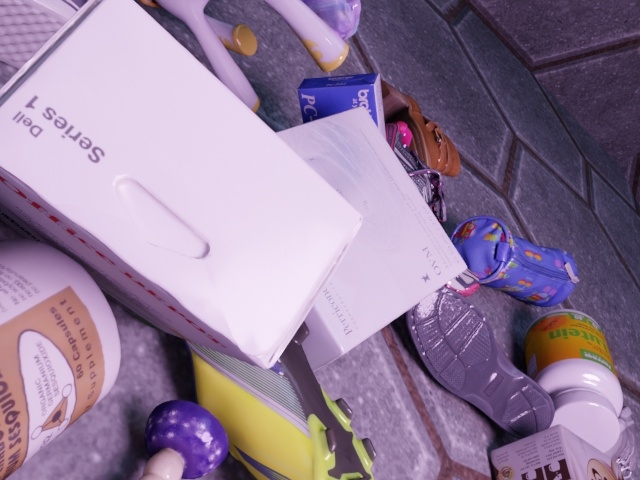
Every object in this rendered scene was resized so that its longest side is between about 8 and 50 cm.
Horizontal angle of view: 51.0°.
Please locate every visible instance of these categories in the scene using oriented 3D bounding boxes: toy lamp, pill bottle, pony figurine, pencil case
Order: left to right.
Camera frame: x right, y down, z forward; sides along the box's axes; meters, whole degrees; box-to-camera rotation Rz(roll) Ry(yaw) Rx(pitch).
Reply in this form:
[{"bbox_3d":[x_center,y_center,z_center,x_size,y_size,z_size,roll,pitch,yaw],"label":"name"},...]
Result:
[{"bbox_3d":[-0.231,0.095,0.370,0.131,0.131,0.229,53,31,-2],"label":"pill bottle"},{"bbox_3d":[-0.144,0.218,0.425,0.080,0.080,0.275,49,30,-8],"label":"toy lamp"},{"bbox_3d":[-0.129,-0.320,0.730,0.363,0.351,0.303,38,57,-27],"label":"pony figurine"},{"bbox_3d":[0.366,0.045,1.237,0.306,0.133,0.119,18,79,-44],"label":"pencil case"},{"bbox_3d":[0.405,0.226,1.080,0.136,0.136,0.246,48,25,-11],"label":"pill bottle"}]

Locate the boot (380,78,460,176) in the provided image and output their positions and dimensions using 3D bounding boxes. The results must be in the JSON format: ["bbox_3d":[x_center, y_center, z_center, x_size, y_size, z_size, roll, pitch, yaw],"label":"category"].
[{"bbox_3d":[0.181,-0.149,1.221,0.220,0.109,0.283,26,33,-44],"label":"boot"}]

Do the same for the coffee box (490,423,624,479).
[{"bbox_3d":[0.329,0.410,0.837,0.168,0.119,0.297,36,35,-30],"label":"coffee box"}]

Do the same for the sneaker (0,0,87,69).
[{"bbox_3d":[-0.348,-0.271,0.580,0.321,0.126,0.127,30,42,-53],"label":"sneaker"}]

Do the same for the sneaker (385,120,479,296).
[{"bbox_3d":[0.143,-0.050,0.985,0.299,0.112,0.121,60,7,20],"label":"sneaker"}]

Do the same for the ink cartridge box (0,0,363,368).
[{"bbox_3d":[-0.130,-0.027,0.478,0.201,0.278,0.117,41,71,-21],"label":"ink cartridge box"}]

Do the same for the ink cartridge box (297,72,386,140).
[{"bbox_3d":[0.036,-0.107,0.868,0.046,0.097,0.207,-68,154,-56],"label":"ink cartridge box"}]

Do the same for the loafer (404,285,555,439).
[{"bbox_3d":[0.210,0.170,0.955,0.302,0.109,0.095,46,-4,-18],"label":"loafer"}]

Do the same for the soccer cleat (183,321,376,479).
[{"bbox_3d":[-0.038,0.166,0.574,0.093,0.121,0.289,14,45,-62],"label":"soccer cleat"}]

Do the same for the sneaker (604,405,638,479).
[{"bbox_3d":[0.482,0.356,1.115,0.281,0.105,0.115,-2,68,-51],"label":"sneaker"}]

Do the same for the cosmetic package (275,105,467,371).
[{"bbox_3d":[0.000,0.000,0.725,0.224,0.138,0.224,-27,82,-42],"label":"cosmetic package"}]
